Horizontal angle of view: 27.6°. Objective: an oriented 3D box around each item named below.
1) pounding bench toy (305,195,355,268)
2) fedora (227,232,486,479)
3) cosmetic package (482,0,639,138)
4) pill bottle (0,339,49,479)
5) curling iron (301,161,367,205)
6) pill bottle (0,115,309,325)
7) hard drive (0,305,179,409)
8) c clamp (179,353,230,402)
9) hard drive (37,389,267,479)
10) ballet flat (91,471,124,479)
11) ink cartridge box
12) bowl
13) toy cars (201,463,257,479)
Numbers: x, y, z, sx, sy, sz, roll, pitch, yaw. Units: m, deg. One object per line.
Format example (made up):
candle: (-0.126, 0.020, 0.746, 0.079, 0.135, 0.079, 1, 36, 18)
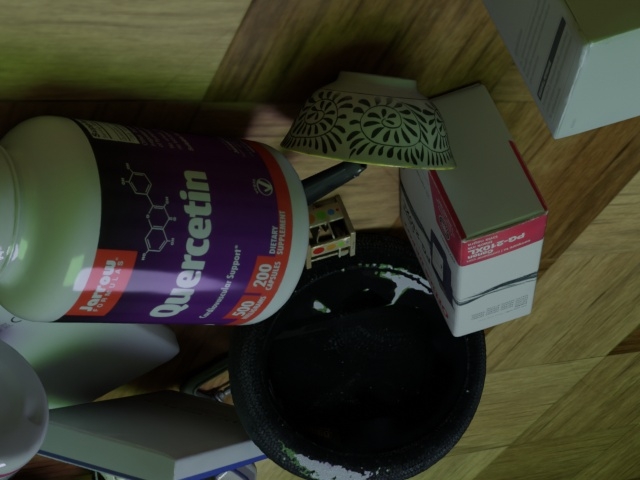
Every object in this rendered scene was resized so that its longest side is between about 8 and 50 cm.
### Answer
pounding bench toy: (0.000, 0.000, 1.464, 0.065, 0.052, 0.083, -17, 152, -9)
fedora: (0.029, 0.142, 1.582, 0.334, 0.334, 0.152, -9, -178, -24)
cosmetic package: (0.256, -0.232, 1.060, 0.224, 0.224, 0.138, -16, 154, -11)
pill bottle: (-0.422, 0.225, 1.345, 0.160, 0.160, 0.283, 12, 138, -46)
curling iron: (-0.056, -0.020, 1.346, 0.274, 0.068, 0.035, -27, 119, 32)
pill bottle: (-0.180, -0.014, 1.174, 0.323, 0.181, 0.181, 3, 143, -40)
hard drive: (-0.337, 0.111, 1.425, 0.233, 0.047, 0.353, -28, 151, 11)
c clamp: (-0.104, 0.182, 1.739, 0.161, 0.022, 0.137, -27, 152, 9)
hard drive: (-0.181, 0.227, 1.527, 0.210, 0.040, 0.319, 11, -177, 24)
ballet flat: (-0.281, 0.313, 1.783, 0.077, 0.079, 0.221, -15, 151, -16)
ink cartridge box: (0.160, -0.026, 1.406, 0.100, 0.172, 0.237, -19, 152, -6)
bowl: (0.051, -0.118, 1.236, 0.170, 0.170, 0.080, 1, 101, -36)
toy cars: (-0.129, 0.299, 1.647, 0.087, 0.176, 0.393, -41, -177, 2)
